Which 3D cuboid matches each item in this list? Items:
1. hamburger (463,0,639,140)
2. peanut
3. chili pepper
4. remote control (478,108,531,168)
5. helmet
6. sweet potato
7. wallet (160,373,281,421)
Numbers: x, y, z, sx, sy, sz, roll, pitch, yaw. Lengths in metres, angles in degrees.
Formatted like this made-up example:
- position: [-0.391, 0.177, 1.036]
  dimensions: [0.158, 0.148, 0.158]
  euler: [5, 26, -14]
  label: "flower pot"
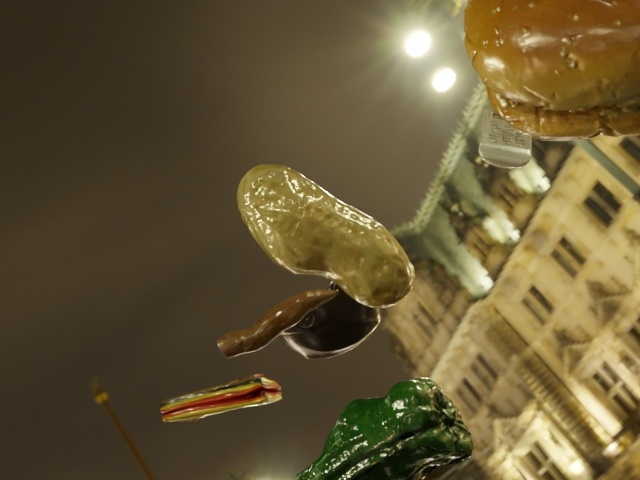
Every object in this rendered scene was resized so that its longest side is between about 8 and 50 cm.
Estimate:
- position: [0.319, -0.255, 1.136]
  dimensions: [0.314, 0.289, 0.170]
  euler: [-3, -42, 18]
  label: "hamburger"
- position: [0.000, 0.000, 1.507]
  dimensions: [0.147, 0.319, 0.147]
  euler: [-54, -7, -9]
  label: "peanut"
- position: [0.085, 0.369, 1.683]
  dimensions: [0.385, 0.167, 0.213]
  euler: [-38, -39, 27]
  label: "chili pepper"
- position: [0.410, -0.224, 2.140]
  dimensions: [0.313, 0.109, 0.055]
  euler: [-63, -18, -64]
  label: "remote control"
- position: [0.020, 0.195, 2.343]
  dimensions: [0.305, 0.177, 0.225]
  euler: [-38, 4, 7]
  label: "helmet"
- position: [-0.087, 0.171, 2.070]
  dimensions: [0.281, 0.059, 0.067]
  euler: [-30, -55, 1]
  label: "sweet potato"
- position: [-0.212, 0.344, 2.087]
  dimensions: [0.241, 0.067, 0.141]
  euler: [-15, -14, 14]
  label: "wallet"
